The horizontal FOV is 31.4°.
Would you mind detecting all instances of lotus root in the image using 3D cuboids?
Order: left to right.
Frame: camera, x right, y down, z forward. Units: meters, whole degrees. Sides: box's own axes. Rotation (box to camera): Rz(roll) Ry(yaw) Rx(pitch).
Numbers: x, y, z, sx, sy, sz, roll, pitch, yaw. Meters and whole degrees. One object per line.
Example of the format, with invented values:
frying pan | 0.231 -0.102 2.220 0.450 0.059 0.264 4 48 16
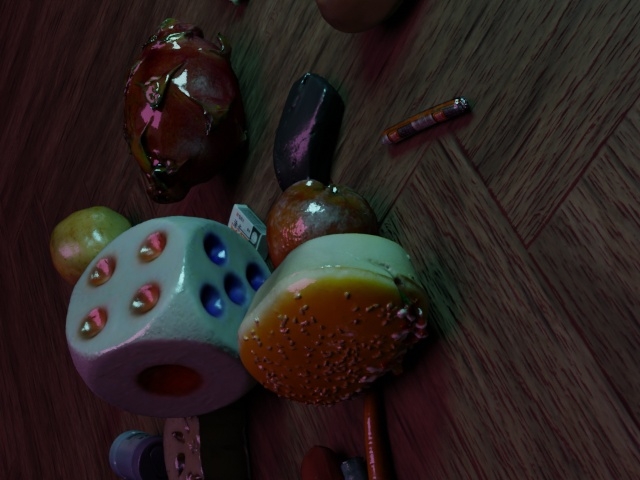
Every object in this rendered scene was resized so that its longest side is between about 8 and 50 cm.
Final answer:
lotus root | -0.191 0.361 1.945 0.138 0.119 0.235 -36 57 44

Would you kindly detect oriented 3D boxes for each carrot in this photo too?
carrot | 0.078 0.292 1.600 0.037 0.037 0.190 -38 53 50

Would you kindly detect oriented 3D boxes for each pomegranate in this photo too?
pomegranate | -0.475 0.024 2.403 0.196 0.196 0.196 -13 74 57

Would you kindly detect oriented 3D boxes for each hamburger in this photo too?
hamburger | 0.016 0.115 1.548 0.295 0.227 0.151 -48 35 48

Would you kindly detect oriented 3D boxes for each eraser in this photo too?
eraser | -0.123 -0.015 1.975 0.122 0.029 0.052 46 124 50

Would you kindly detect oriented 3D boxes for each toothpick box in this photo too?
toothpick box | -0.332 0.419 2.181 0.153 0.101 0.101 -4 82 59

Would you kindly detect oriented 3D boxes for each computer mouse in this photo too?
computer mouse | -0.031 -0.158 1.807 0.122 0.073 0.217 23 104 57

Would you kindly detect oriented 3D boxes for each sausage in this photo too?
sausage | 0.019 0.385 1.647 0.077 0.077 0.194 -59 40 35
sausage | 0.142 -0.164 1.574 0.198 0.025 0.028 -21 96 56

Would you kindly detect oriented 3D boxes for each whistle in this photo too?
whistle | 0.074 0.391 1.591 0.039 0.039 0.186 -56 43 38

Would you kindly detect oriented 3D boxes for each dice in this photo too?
dice | -0.234 0.124 1.847 0.259 0.243 0.251 -27 42 28

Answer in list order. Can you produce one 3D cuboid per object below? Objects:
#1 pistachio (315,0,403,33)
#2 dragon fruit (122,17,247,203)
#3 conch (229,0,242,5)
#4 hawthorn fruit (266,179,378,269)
pistachio | 0.067 -0.437 1.612 0.181 0.162 0.293 33 117 26
dragon fruit | -0.243 -0.228 2.024 0.250 0.250 0.315 -39 39 49
conch | -0.159 -0.535 2.075 0.155 0.130 0.207 -78 -22 -74
hawthorn fruit | 0.000 0.000 1.647 0.173 0.172 0.173 -13 74 57
